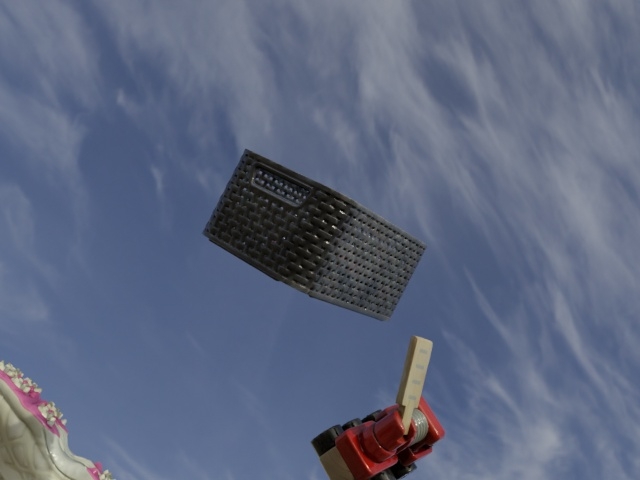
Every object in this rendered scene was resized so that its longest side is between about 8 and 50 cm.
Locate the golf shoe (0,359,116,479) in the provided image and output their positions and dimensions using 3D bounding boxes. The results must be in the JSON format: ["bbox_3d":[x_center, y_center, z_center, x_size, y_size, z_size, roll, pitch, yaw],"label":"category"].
[{"bbox_3d":[-0.359,0.277,0.882,0.306,0.140,0.115,47,-15,12],"label":"golf shoe"}]

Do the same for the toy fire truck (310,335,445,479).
[{"bbox_3d":[0.128,0.279,1.153,0.246,0.217,0.158,-42,-113,25],"label":"toy fire truck"}]

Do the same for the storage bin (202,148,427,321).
[{"bbox_3d":[0.000,0.000,0.642,0.122,0.180,0.084,28,-89,34],"label":"storage bin"}]
